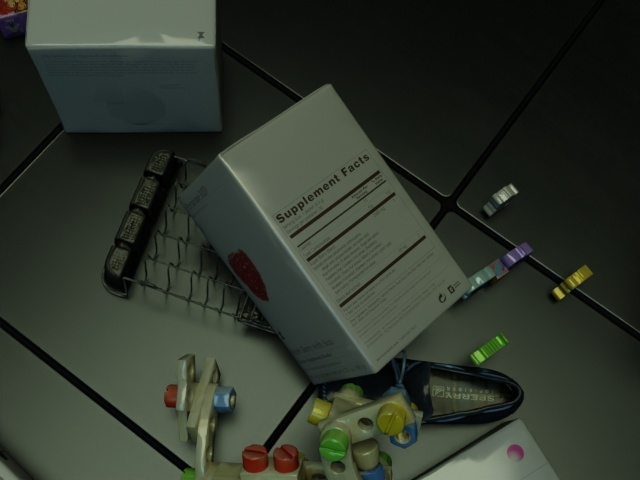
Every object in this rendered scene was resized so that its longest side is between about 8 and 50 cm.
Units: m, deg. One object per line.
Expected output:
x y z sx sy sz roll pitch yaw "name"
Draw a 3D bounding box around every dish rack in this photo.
-0.134 0.004 1.145 0.272 0.074 0.208 19 73 1 "dish rack"

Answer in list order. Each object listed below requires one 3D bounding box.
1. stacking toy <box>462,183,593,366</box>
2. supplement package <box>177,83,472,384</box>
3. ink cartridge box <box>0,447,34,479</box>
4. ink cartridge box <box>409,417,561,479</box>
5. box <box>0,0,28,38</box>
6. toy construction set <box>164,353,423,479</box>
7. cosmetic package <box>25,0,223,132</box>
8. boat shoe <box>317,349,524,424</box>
0.233 0.039 1.143 0.221 0.052 0.167 -32 75 -27 "stacking toy"
0.000 0.000 1.033 0.175 0.177 0.293 -37 93 -27 "supplement package"
-0.437 0.303 1.010 0.219 0.092 0.160 40 73 9 "ink cartridge box"
0.187 0.432 1.024 0.330 0.071 0.324 -28 76 -14 "ink cartridge box"
-0.350 -0.430 1.280 0.294 0.057 0.200 -17 74 -9 "box"
-0.045 0.243 0.995 0.328 0.214 0.151 7 25 25 "toy construction set"
-0.244 -0.251 1.140 0.224 0.224 0.138 -1 72 -5 "cosmetic package"
0.127 0.181 1.091 0.259 0.089 0.108 -4 72 -6 "boat shoe"
